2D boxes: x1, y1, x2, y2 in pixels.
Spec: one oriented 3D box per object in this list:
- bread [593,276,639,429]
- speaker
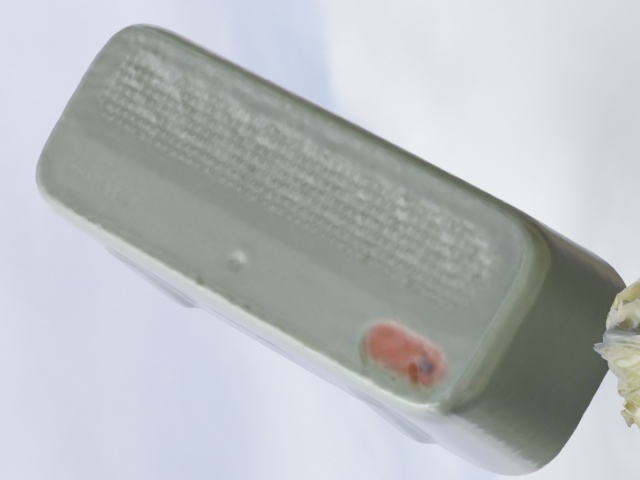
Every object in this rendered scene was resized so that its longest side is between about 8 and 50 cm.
[{"bbox_3d":[0.213,0.084,0.771,0.133,0.174,0.251,-62,-32,-36],"label":"bread"},{"bbox_3d":[0.000,0.000,1.319,0.183,0.406,0.184,-60,-28,-2],"label":"speaker"}]
